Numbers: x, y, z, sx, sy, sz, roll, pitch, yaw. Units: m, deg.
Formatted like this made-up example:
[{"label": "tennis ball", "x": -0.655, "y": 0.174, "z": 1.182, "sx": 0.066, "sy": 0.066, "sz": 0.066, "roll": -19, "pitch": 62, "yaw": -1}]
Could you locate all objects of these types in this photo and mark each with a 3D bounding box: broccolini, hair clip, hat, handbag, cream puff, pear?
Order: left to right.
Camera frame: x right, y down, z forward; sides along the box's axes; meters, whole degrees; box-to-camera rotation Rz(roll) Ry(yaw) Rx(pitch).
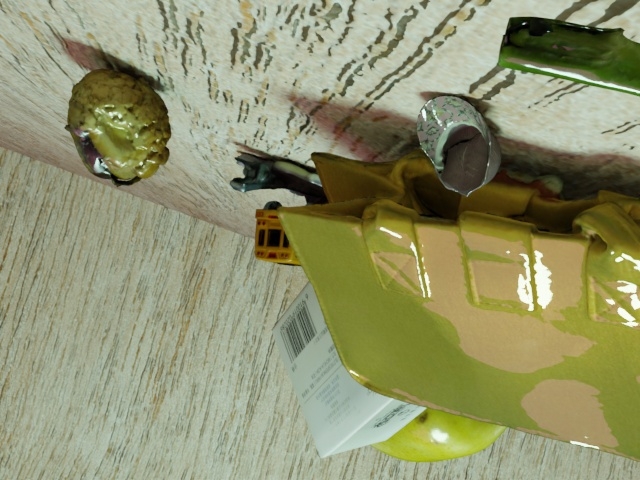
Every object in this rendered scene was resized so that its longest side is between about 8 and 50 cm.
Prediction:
[{"label": "cream puff", "x": -0.213, "y": -0.124, "z": 0.819, "sx": 0.104, "sy": 0.119, "sz": 0.133, "roll": -15, "pitch": 147, "yaw": 0}, {"label": "hair clip", "x": -0.035, "y": -0.075, "z": 1.043, "sx": 0.187, "sy": 0.056, "sz": 0.146, "roll": 13, "pitch": 179, "yaw": -36}, {"label": "pear", "x": 0.169, "y": 0.180, "z": 1.276, "sx": 0.362, "sy": 0.362, "sz": 0.418, "roll": 22, "pitch": -178, "yaw": -19}, {"label": "hat", "x": 0.107, "y": -0.074, "z": 0.558, "sx": 0.058, "sy": 0.042, "sz": 0.087, "roll": 13, "pitch": 138, "yaw": 35}, {"label": "handbag", "x": 0.180, "y": 0.052, "z": 0.677, "sx": 0.401, "sy": 0.133, "sz": 0.283, "roll": 11, "pitch": 146, "yaw": 30}, {"label": "broccolini", "x": 0.183, "y": -0.048, "z": 0.363, "sx": 0.272, "sy": 0.062, "sz": 0.123, "roll": 16, "pitch": 162, "yaw": -22}]

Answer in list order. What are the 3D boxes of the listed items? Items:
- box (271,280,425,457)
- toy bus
[{"label": "box", "x": 0.064, "y": 0.132, "z": 1.008, "sx": 0.116, "sy": 0.203, "sz": 0.274, "roll": -7, "pitch": 149, "yaw": -33}, {"label": "toy bus", "x": 0.000, "y": 0.000, "z": 1.050, "sx": 0.083, "sy": 0.088, "sz": 0.194, "roll": 3, "pitch": 176, "yaw": 40}]
